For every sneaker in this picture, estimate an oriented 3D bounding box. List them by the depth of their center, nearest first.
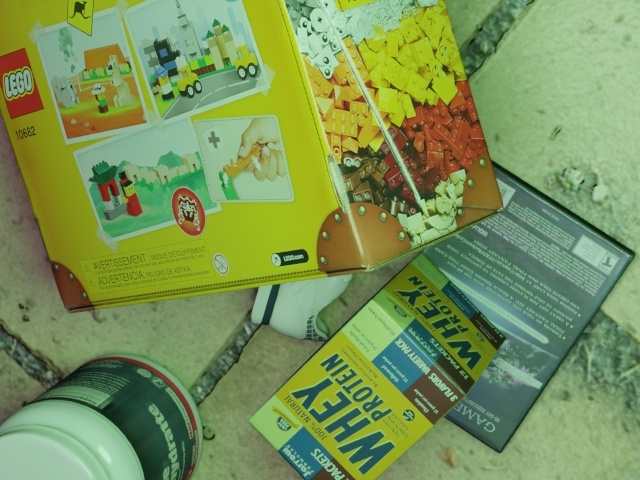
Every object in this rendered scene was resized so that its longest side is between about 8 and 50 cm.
[{"bbox_3d":[0.000,0.000,1.896,0.095,0.090,0.235,20,113,0],"label":"sneaker"}]

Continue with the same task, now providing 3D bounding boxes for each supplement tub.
[{"bbox_3d":[-0.261,0.250,1.930,0.191,0.272,0.191,4,105,17],"label":"supplement tub"}]

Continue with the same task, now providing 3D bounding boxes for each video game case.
[{"bbox_3d":[0.186,0.072,1.877,0.196,0.026,0.274,34,112,8],"label":"video game case"}]

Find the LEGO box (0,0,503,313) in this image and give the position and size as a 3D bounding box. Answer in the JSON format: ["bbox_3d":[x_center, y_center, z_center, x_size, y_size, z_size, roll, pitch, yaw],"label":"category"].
[{"bbox_3d":[-0.105,-0.147,1.709,0.500,0.193,0.372,-9,100,49],"label":"LEGO box"}]

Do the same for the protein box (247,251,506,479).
[{"bbox_3d":[0.063,0.145,1.812,0.136,0.201,0.200,46,112,3],"label":"protein box"}]
